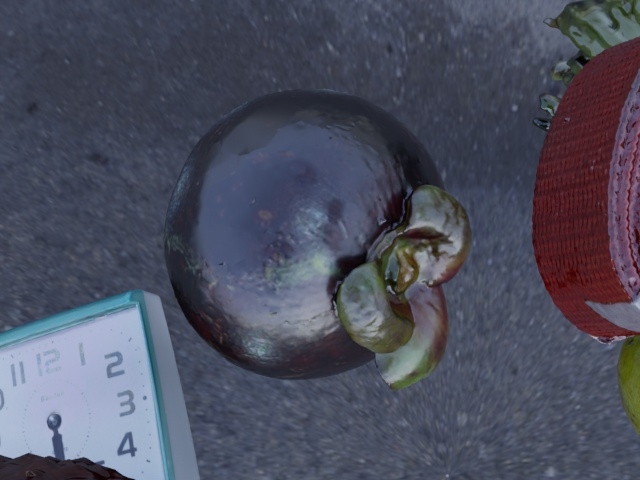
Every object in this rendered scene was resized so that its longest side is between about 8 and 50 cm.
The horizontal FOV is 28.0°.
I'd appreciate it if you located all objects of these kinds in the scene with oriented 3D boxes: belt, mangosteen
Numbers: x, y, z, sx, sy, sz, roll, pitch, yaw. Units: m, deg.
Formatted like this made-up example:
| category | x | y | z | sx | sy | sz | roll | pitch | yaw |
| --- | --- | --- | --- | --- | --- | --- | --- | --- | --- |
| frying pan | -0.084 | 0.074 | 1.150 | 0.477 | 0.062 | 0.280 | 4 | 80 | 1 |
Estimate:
| category | x | y | z | sx | sy | sz | roll | pitch | yaw |
| --- | --- | --- | --- | --- | --- | --- | --- | --- | --- |
| belt | 0.214 | -0.037 | 0.784 | 0.128 | 0.124 | 0.201 | 17 | 80 | -16 |
| mangosteen | 0.000 | 0.000 | 1.174 | 0.288 | 0.288 | 0.288 | -1 | 80 | 5 |

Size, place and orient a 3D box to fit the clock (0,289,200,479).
| category | x | y | z | sx | sy | sz | roll | pitch | yaw |
| --- | --- | --- | --- | --- | --- | --- | --- | --- | --- |
| clock | -0.250 | 0.195 | 1.333 | 0.262 | 0.116 | 0.231 | -18 | 75 | 25 |

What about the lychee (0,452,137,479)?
| category | x | y | z | sx | sy | sz | roll | pitch | yaw |
| --- | --- | --- | --- | --- | --- | --- | --- | --- | --- |
| lychee | -0.128 | 0.219 | 0.565 | 0.260 | 0.260 | 0.260 | -1 | 80 | 5 |

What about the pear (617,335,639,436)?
| category | x | y | z | sx | sy | sz | roll | pitch | yaw |
| --- | --- | --- | --- | --- | --- | --- | --- | --- | --- |
| pear | 0.256 | 0.101 | 0.859 | 0.131 | 0.107 | 0.107 | 32 | 83 | 42 |

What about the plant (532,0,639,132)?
| category | x | y | z | sx | sy | sz | roll | pitch | yaw |
| --- | --- | --- | --- | --- | --- | --- | --- | --- | --- |
| plant | 0.311 | -0.110 | 1.156 | 0.251 | 0.180 | 0.333 | 10 | 37 | 9 |
